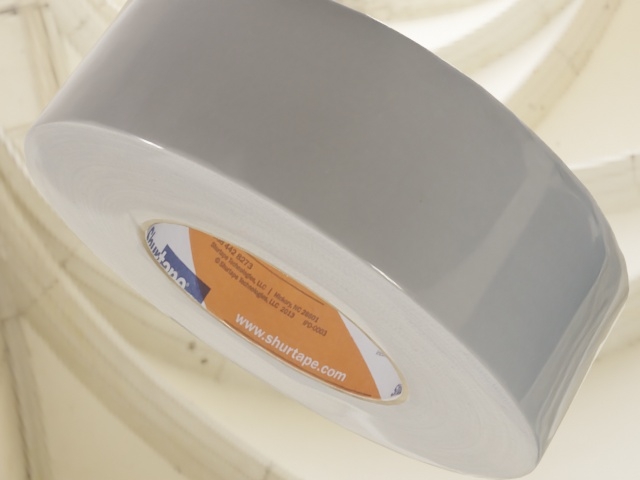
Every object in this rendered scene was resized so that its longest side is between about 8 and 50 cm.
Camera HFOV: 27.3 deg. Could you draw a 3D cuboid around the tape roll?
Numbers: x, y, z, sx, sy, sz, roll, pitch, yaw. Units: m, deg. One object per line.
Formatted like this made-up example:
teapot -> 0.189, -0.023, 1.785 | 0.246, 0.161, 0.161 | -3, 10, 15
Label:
tape roll -> 0.000, 0.000, 0.492 | 0.219, 0.219, 0.072 | 16, -115, 43
